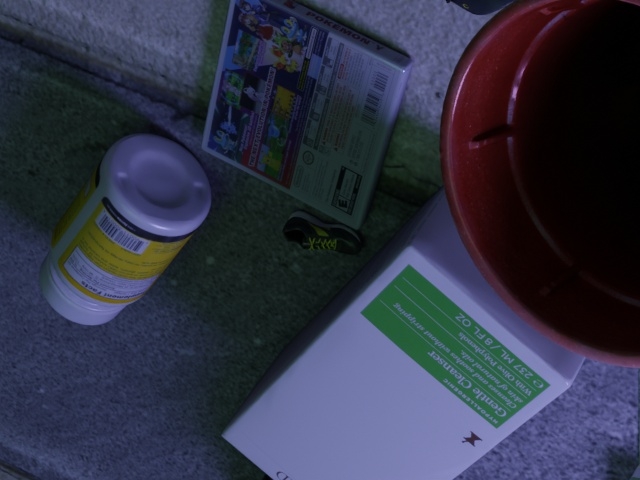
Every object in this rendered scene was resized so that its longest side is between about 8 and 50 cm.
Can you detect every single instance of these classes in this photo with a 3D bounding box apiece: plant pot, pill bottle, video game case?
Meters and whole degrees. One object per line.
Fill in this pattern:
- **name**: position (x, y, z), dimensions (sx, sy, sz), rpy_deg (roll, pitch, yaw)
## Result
- **plant pot**: position (0.274, -0.081, 1.226), dimensions (0.272, 0.265, 0.272), rpy_deg (18, 120, 36)
- **pill bottle**: position (-0.207, -0.006, 1.724), dimensions (0.119, 0.119, 0.208), rpy_deg (42, 134, 0)
- **video game case**: position (-0.018, -0.126, 1.580), dimensions (0.183, 0.023, 0.201), rpy_deg (28, 134, 13)

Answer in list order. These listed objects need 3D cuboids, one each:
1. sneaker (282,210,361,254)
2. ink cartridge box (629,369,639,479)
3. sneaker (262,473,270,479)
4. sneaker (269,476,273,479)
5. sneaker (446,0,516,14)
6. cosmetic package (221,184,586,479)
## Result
- **sneaker**: position (0.000, 0.000, 1.650), dimensions (0.083, 0.035, 0.031), rpy_deg (19, 131, 21)
- **ink cartridge box**: position (0.370, 0.244, 1.573), dimensions (0.171, 0.056, 0.235), rpy_deg (12, 129, 27)
- **sneaker**: position (0.024, 0.316, 1.834), dimensions (0.234, 0.078, 0.106), rpy_deg (25, 134, 18)
- **sneaker**: position (-0.017, 0.283, 1.762), dimensions (0.087, 0.227, 0.130), rpy_deg (-2, 146, -12)
- **sneaker**: position (0.077, -0.234, 1.398), dimensions (0.222, 0.083, 0.118), rpy_deg (-9, 117, 36)
- **cosmetic package**: position (0.088, 0.119, 1.598), dimensions (0.197, 0.155, 0.365), rpy_deg (39, 133, -1)
